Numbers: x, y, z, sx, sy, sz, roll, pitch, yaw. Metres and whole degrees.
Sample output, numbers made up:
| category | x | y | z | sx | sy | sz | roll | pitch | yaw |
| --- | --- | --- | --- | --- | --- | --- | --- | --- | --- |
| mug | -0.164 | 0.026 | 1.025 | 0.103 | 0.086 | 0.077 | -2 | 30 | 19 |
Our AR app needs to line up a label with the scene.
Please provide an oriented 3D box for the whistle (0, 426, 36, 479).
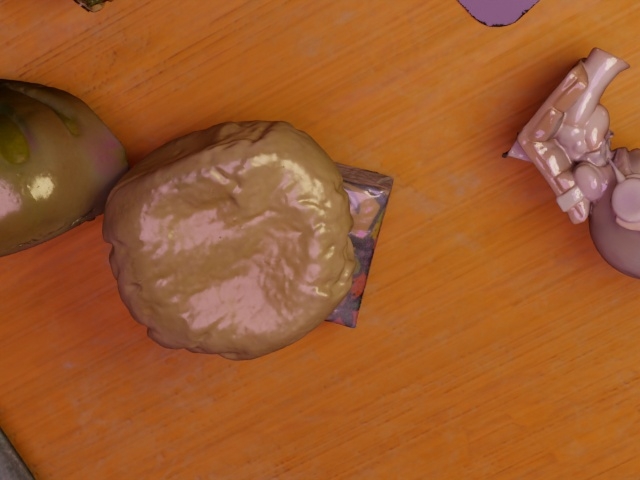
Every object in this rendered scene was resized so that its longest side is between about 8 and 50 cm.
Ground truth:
| category | x | y | z | sx | sy | sz | roll | pitch | yaw |
| --- | --- | --- | --- | --- | --- | --- | --- | --- | --- |
| whistle | -0.315 | 0.266 | 1.519 | 0.062 | 0.062 | 0.312 | -28 | 105 | 10 |

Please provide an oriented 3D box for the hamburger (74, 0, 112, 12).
| category | x | y | z | sx | sy | sz | roll | pitch | yaw |
| --- | --- | --- | --- | --- | --- | --- | --- | --- | --- |
| hamburger | -0.216 | -0.248 | 1.336 | 0.044 | 0.083 | 0.076 | -38 | 137 | 18 |

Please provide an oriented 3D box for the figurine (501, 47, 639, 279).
| category | x | y | z | sx | sy | sz | roll | pitch | yaw |
| --- | --- | --- | --- | --- | --- | --- | --- | --- | --- |
| figurine | 0.288 | -0.053 | 1.349 | 0.237 | 0.162 | 0.141 | 47 | 109 | 7 |

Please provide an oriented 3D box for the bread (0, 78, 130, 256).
| category | x | y | z | sx | sy | sz | roll | pitch | yaw |
| --- | --- | --- | --- | --- | --- | --- | --- | --- | --- |
| bread | -0.309 | -0.060 | 1.359 | 0.260 | 0.156 | 0.158 | -19 | 107 | -10 |

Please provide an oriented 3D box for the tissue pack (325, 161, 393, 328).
| category | x | y | z | sx | sy | sz | roll | pitch | yaw |
| --- | --- | --- | --- | --- | --- | --- | --- | --- | --- |
| tissue pack | 0.000 | 0.000 | 1.423 | 0.108 | 0.060 | 0.148 | 14 | 107 | -1 |

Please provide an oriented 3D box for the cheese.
| category | x | y | z | sx | sy | sz | roll | pitch | yaw |
| --- | --- | --- | --- | --- | --- | --- | --- | --- | --- |
| cheese | -0.078 | 0.004 | 1.347 | 0.226 | 0.117 | 0.214 | -15 | 107 | 11 |

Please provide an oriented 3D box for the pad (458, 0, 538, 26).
| category | x | y | z | sx | sy | sz | roll | pitch | yaw |
| --- | --- | --- | --- | --- | --- | --- | --- | --- | --- |
| pad | 0.196 | -0.337 | 1.338 | 0.267 | 0.004 | 0.181 | -43 | 101 | 13 |
